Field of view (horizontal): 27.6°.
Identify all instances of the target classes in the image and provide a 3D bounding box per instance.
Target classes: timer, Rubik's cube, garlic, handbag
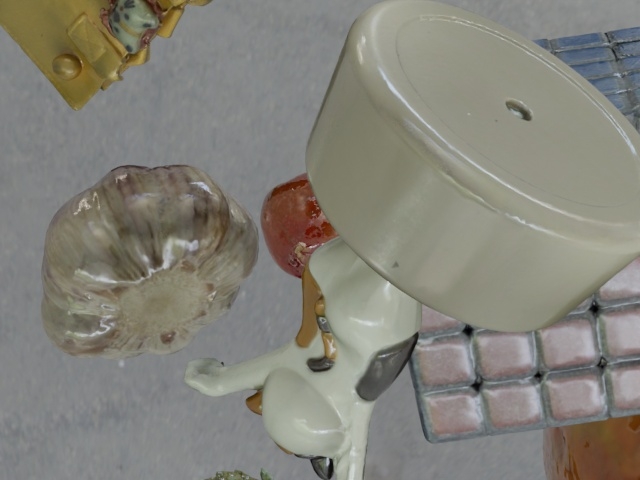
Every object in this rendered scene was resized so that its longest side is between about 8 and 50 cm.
[{"bbox_3d":[0.032,0.030,0.679,0.175,0.266,0.175,23,34,-17],"label":"timer"},{"bbox_3d":[0.172,-0.015,0.990,0.237,0.238,0.237,-7,23,9],"label":"Rubik's cube"},{"bbox_3d":[-0.120,0.011,0.894,0.147,0.159,0.102,26,27,-39],"label":"garlic"},{"bbox_3d":[-0.265,-0.356,1.566,0.283,0.401,0.133,52,45,-3],"label":"handbag"}]

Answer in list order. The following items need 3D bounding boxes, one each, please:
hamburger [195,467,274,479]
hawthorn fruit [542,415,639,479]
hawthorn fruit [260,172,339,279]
[{"bbox_3d":[-0.132,0.428,1.781,0.167,0.192,0.288,36,107,24],"label":"hamburger"},{"bbox_3d":[0.444,0.227,1.327,0.471,0.472,0.472,4,66,-9],"label":"hawthorn fruit"},{"bbox_3d":[-0.003,-0.014,1.403,0.125,0.140,0.125,2,106,7],"label":"hawthorn fruit"}]
